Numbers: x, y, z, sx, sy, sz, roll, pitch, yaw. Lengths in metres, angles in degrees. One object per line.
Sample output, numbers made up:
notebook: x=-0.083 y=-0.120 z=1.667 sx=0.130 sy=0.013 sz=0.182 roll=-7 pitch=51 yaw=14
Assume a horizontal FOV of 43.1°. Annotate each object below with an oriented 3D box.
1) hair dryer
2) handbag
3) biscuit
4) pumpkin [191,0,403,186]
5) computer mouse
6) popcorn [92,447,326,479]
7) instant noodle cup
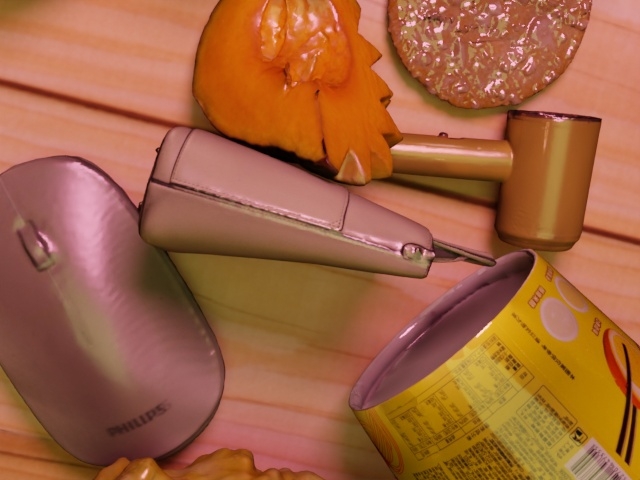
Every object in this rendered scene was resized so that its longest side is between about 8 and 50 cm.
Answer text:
hair dryer: x=0.133 y=-0.070 z=0.817 sx=0.278 sy=0.090 sz=0.135 roll=5 pitch=104 yaw=-1
handbag: x=0.000 y=0.000 z=0.731 sx=0.315 sy=0.241 sz=0.109 roll=19 pitch=89 yaw=-5
biscuit: x=0.168 y=-0.239 z=0.803 sx=0.219 sy=0.033 sz=0.220 roll=-1 pitch=101 yaw=-7
pumpkin: x=-0.024 y=-0.137 z=0.766 sx=0.149 sy=0.130 sz=0.254 roll=-22 pitch=64 yaw=28
computer mouse: x=-0.227 y=0.079 z=0.798 sx=0.197 sy=0.095 sz=0.331 roll=-30 pitch=104 yaw=-4
popcorn: x=-0.107 y=0.324 z=0.780 sx=0.250 sy=0.235 sz=0.242 roll=-3 pitch=122 yaw=-31
instant noodle cup: x=0.184 y=0.163 z=0.775 sx=0.311 sy=0.311 sz=0.221 roll=-40 pitch=93 yaw=3
